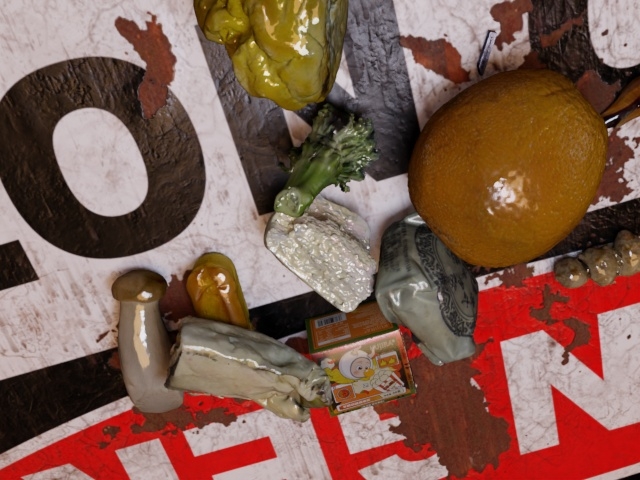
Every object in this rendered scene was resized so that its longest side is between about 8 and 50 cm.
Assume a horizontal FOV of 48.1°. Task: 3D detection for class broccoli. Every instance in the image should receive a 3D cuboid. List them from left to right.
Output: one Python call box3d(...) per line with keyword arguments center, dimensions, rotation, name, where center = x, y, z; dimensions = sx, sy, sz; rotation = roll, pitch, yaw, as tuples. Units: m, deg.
box3d(center=(-0.002, -0.122, 1.258), dimensions=(0.145, 0.304, 0.165), rotation=(39, 125, -1), name="broccoli")

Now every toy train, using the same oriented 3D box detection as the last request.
box3d(center=(0.307, -0.348, 1.332), dimensions=(0.017, 0.017, 0.083), rotation=(11, 115, -9), name="toy train")

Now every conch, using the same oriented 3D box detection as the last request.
box3d(center=(0.641, -0.279, 1.371), dimensions=(0.232, 0.080, 0.086), rotation=(-22, 109, 6), name="conch")

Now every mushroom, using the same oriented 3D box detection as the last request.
box3d(center=(-0.358, 0.226, 1.490), dimensions=(0.128, 0.128, 0.351), rotation=(-4, 113, -5), name="mushroom")

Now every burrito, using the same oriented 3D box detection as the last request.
box3d(center=(-0.136, 0.251, 1.413), dimensions=(0.331, 0.135, 0.190), rotation=(19, 135, -15), name="burrito")

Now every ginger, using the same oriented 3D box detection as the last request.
box3d(center=(0.597, 0.049, 1.532), dimensions=(0.204, 0.080, 0.104), rotation=(-22, 103, 2), name="ginger")

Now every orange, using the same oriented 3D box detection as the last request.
box3d(center=(0.338, -0.134, 1.286), dimensions=(0.357, 0.322, 0.322), rotation=(-42, 114, 3), name="orange")

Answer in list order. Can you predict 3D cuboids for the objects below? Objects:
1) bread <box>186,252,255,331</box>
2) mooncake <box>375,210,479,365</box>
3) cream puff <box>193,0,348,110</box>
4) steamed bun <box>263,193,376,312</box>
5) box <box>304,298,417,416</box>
box3d(center=(-0.203, 0.145, 1.481), dimensions=(0.101, 0.094, 0.246), rotation=(-10, 119, 3), name="bread")
box3d(center=(0.215, 0.084, 1.399), dimensions=(0.136, 0.255, 0.250), rotation=(-24, 127, 25), name="mooncake")
box3d(center=(-0.088, -0.376, 1.138), dimensions=(0.257, 0.291, 0.325), rotation=(13, 144, 9), name="cream puff")
box3d(center=(0.000, 0.000, 1.376), dimensions=(0.225, 0.200, 0.170), rotation=(39, 94, -22), name="steamed bun")
box3d(center=(0.085, 0.250, 1.535), dimensions=(0.194, 0.148, 0.178), rotation=(-16, 116, 1), name="box")
